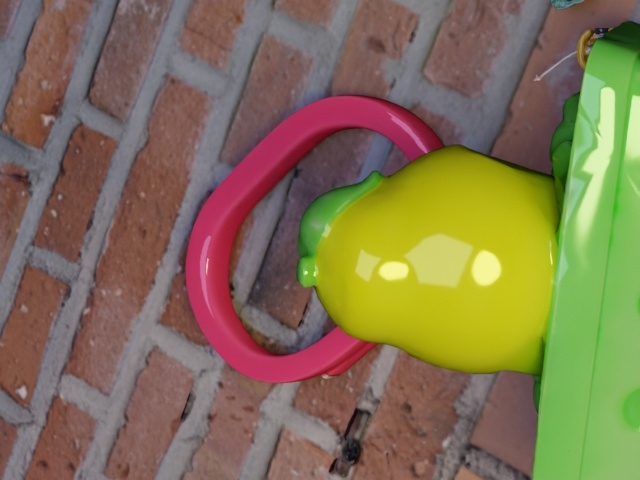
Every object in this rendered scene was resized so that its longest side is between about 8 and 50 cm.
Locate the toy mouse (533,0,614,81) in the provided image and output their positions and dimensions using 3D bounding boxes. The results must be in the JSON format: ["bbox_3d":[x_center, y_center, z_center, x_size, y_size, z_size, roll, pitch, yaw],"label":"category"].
[{"bbox_3d":[0.249,-0.210,1.592,0.161,0.031,0.143,-4,90,31],"label":"toy mouse"}]

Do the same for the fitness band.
[{"bbox_3d":[0.000,0.000,1.744,0.291,0.054,0.209,-43,68,24],"label":"fitness band"}]

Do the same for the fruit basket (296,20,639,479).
[{"bbox_3d":[0.179,0.018,1.478,0.392,0.283,0.392,3,101,16],"label":"fruit basket"}]
